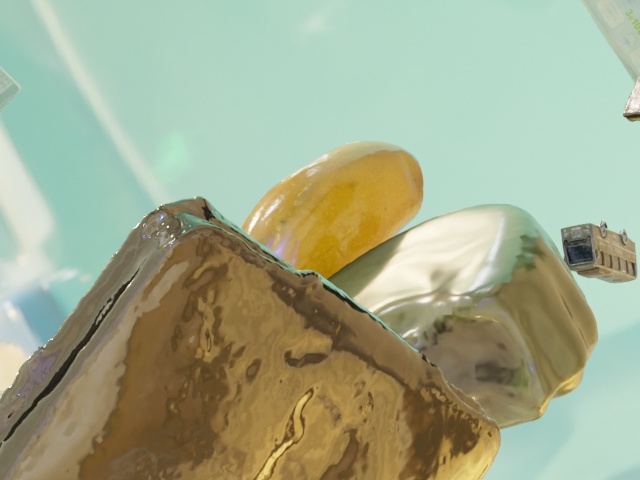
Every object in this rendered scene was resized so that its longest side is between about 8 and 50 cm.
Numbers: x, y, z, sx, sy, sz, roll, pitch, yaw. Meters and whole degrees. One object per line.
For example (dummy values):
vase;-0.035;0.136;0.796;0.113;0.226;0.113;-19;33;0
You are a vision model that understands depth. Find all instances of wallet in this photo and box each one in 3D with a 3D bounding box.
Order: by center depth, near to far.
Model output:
wallet;-0.028;0.120;0.977;0.051;0.197;0.377;31;177;41

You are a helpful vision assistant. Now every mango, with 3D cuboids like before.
mango;0.000;-0.004;2.063;0.144;0.359;0.187;12;142;40

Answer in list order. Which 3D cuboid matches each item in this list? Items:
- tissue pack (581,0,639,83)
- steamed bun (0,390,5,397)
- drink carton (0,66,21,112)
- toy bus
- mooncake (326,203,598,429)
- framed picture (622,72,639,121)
tissue pack;0.358;-0.252;1.856;0.089;0.177;0.263;-35;67;21
steamed bun;-0.313;0.238;1.594;0.131;0.228;0.177;126;136;-55
drink carton;-0.349;-0.095;1.403;0.102;0.134;0.222;44;-167;-8
toy bus;0.345;0.016;2.076;0.047;0.166;0.065;-10;78;28
mooncake;0.122;0.116;1.837;0.187;0.351;0.351;57;154;-17
framed picture;0.436;-0.222;1.472;0.016;0.265;0.347;36;162;-30
